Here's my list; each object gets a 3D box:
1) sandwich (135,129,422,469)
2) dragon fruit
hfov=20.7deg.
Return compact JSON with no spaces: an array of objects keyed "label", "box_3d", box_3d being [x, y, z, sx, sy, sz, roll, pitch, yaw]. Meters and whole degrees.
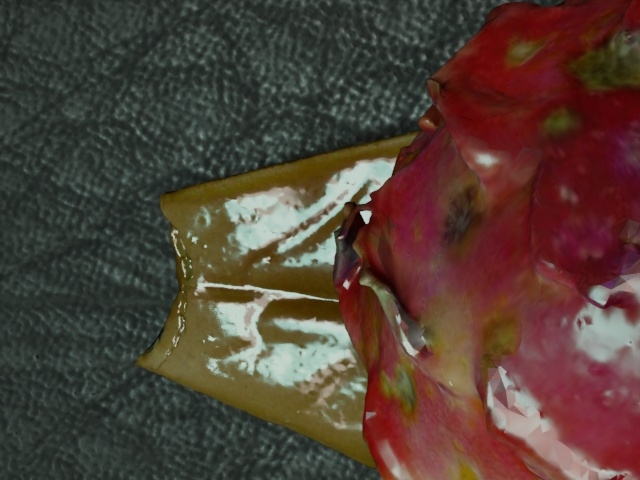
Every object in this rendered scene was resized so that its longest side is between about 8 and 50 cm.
[{"label":"sandwich","box_3d":[0.000,0.000,1.115,0.212,0.063,0.245,22,99,9]},{"label":"dragon fruit","box_3d":[0.184,0.016,0.844,0.386,0.249,0.371,3,80,9]}]
